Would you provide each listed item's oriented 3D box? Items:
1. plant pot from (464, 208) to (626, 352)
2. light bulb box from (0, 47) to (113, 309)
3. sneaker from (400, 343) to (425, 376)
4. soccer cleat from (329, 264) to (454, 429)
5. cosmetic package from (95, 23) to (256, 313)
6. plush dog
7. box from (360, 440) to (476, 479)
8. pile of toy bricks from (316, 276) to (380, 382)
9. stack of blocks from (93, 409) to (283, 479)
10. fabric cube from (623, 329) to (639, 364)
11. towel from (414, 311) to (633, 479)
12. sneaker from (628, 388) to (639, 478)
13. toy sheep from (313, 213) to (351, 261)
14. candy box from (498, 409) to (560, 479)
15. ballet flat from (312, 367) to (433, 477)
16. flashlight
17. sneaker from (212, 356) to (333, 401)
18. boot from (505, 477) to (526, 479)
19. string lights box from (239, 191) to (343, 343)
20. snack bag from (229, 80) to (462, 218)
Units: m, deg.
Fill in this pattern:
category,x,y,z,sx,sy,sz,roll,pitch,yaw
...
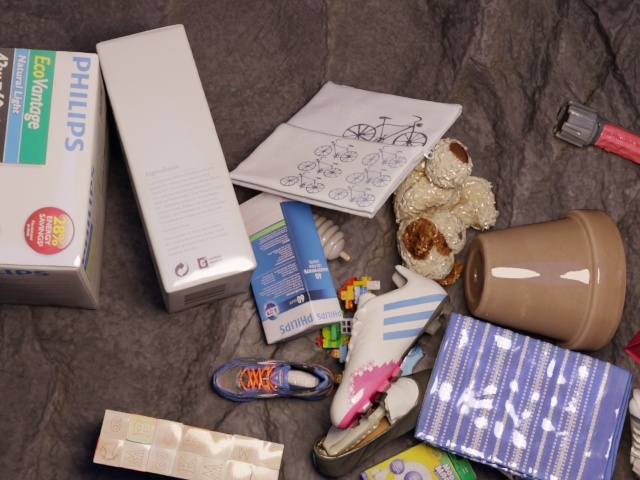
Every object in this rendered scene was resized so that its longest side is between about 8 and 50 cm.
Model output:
category,x,y,z,sx,sy,sz,roll,pitch,yaw
plant pot,0.385,0.065,1.786,0.229,0.263,0.262,4,76,-7
light bulb box,-0.479,-0.090,1.664,0.225,0.361,0.357,3,76,-7
sneaker,0.158,0.191,1.842,0.073,0.063,0.162,14,84,-16
soccer cleat,0.091,0.177,1.706,0.143,0.116,0.331,37,58,11
cosmetic package,-0.257,-0.120,1.770,0.162,0.230,0.453,-16,80,-11
plush dog,0.198,-0.034,1.832,0.211,0.262,0.225,-5,64,25
box,0.174,0.416,1.761,0.179,0.043,0.105,-29,81,7
pile of toy bricks,0.043,0.173,1.815,0.105,0.118,0.212,-3,87,31
stack of blocks,-0.222,0.361,1.688,0.297,0.171,0.087,12,75,-5
fabric cube,0.769,0.177,1.816,0.259,0.254,0.258,44,75,4
towel,0.351,0.282,1.713,0.336,0.040,0.243,18,71,7
sneaker,0.600,0.351,1.748,0.114,0.305,0.152,22,81,36
toy sheep,0.000,0.000,1.848,0.132,0.091,0.091,35,75,7
candy box,0.315,0.303,1.787,0.196,0.070,0.165,34,74,26
ballet flat,0.102,0.311,1.750,0.280,0.096,0.095,-40,46,-5
flashlight,0.612,-0.178,1.959,0.304,0.103,0.103,22,70,-3
sneaker,-0.082,0.243,1.777,0.221,0.087,0.083,-1,76,-8
boot,0.352,0.446,1.794,0.258,0.095,0.123,7,66,-11
string lights box,-0.063,0.042,1.797,0.077,0.133,0.259,-4,74,-48
snack bag,0.050,-0.177,1.777,0.323,0.037,0.342,15,47,35
